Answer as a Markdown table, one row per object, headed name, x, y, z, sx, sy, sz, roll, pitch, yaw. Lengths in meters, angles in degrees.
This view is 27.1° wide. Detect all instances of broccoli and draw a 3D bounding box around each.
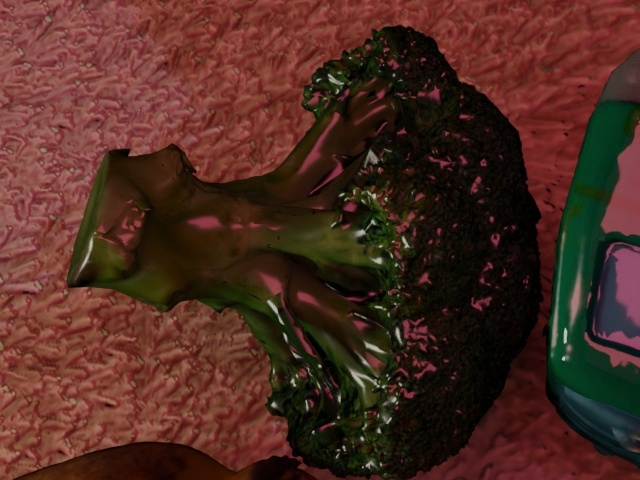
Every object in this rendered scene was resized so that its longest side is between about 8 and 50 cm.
| name | x | y | z | sx | sy | sz | roll | pitch | yaw |
| --- | --- | --- | --- | --- | --- | --- | --- | --- | --- |
| broccoli | 0.000 | 0.000 | 0.830 | 0.297 | 0.297 | 0.297 | 15 | 72 | -18 |

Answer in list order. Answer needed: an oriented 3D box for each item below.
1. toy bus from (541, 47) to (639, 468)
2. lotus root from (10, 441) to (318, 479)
| name | x | y | z | sx | sy | sz | roll | pitch | yaw |
| --- | --- | --- | --- | --- | --- | --- | --- | --- | --- |
| toy bus | 0.222 | 0.036 | 0.757 | 0.183 | 0.343 | 0.199 | 16 | 83 | 12 |
| lotus root | -0.139 | 0.221 | 0.855 | 0.314 | 0.141 | 0.169 | -23 | 86 | 6 |
